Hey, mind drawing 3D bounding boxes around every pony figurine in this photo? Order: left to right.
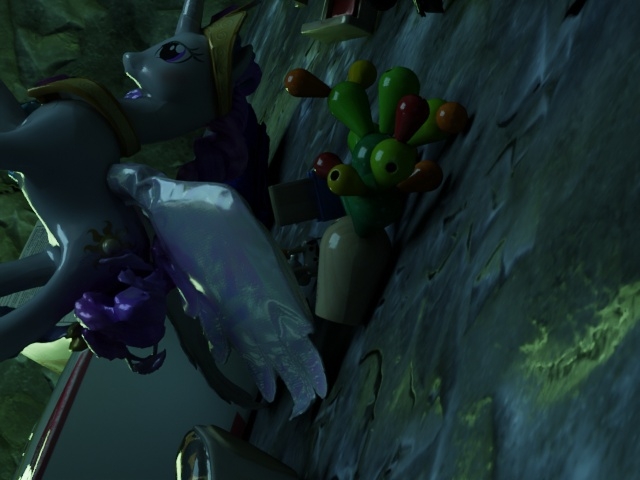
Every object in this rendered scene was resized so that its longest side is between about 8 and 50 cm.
[{"bbox_3d":[-0.164,-0.005,1.414,0.351,0.363,0.303,71,160,0],"label":"pony figurine"}]

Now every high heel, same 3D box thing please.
[{"bbox_3d":[-0.082,0.223,1.211,0.186,0.093,0.261,-61,17,1],"label":"high heel"}]

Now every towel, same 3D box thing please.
[{"bbox_3d":[-0.113,-0.009,2.176,0.308,0.076,0.228,-88,15,-66],"label":"towel"}]

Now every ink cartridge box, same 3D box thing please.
[{"bbox_3d":[-0.196,0.225,1.722,0.385,0.160,0.279,123,168,-52],"label":"ink cartridge box"}]

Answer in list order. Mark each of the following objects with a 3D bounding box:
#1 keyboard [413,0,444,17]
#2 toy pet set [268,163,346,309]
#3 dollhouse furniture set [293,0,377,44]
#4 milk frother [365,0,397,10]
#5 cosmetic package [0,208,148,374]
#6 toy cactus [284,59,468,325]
[{"bbox_3d":[0.064,-0.228,1.425,0.180,0.023,0.108,46,-148,-67],"label":"keyboard"},{"bbox_3d":[0.000,0.000,1.519,0.122,0.065,0.114,-179,77,-84],"label":"toy pet set"},{"bbox_3d":[0.016,-0.309,1.844,0.129,0.129,0.184,-5,70,51],"label":"dollhouse furniture set"},{"bbox_3d":[0.064,-0.286,1.716,0.134,0.143,0.129,-6,83,41],"label":"milk frother"},{"bbox_3d":[-0.207,0.062,1.967,0.296,0.129,0.153,-1,60,54],"label":"cosmetic package"},{"bbox_3d":[0.026,-0.034,1.280,0.219,0.112,0.180,-150,73,-73],"label":"toy cactus"}]
